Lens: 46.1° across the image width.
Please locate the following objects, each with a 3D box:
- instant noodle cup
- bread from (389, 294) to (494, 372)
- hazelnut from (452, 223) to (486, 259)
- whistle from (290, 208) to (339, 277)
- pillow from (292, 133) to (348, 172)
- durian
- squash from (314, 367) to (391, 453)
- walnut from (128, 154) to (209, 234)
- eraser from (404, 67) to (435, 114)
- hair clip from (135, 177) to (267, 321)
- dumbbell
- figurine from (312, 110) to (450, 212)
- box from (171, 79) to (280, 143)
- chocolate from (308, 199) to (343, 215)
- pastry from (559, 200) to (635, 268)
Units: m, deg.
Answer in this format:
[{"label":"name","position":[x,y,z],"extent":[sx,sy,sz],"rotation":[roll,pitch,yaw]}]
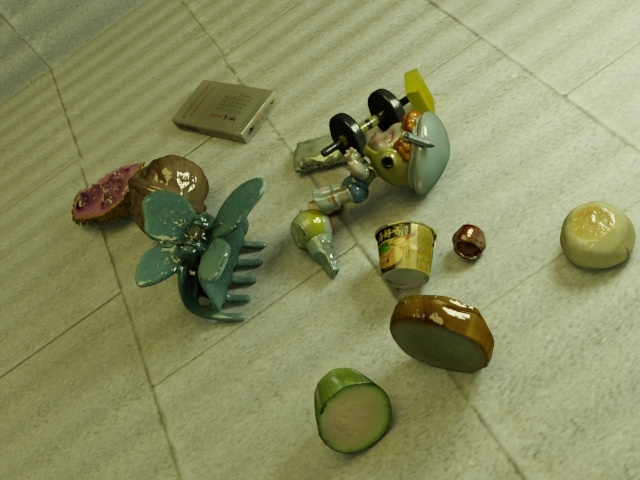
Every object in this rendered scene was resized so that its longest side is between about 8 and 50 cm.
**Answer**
[{"label":"instant noodle cup","position":[0.204,0.039,1.797],"extent":[0.151,0.151,0.122],"rotation":[-10,62,24]},{"label":"bread","position":[0.253,0.195,1.569],"extent":[0.236,0.236,0.070],"rotation":[5,57,34]},{"label":"hazelnut","position":[0.352,0.003,1.780],"extent":[0.086,0.086,0.086],"rotation":[-16,48,19]},{"label":"whistle","position":[0.000,0.000,1.976],"extent":[0.122,0.123,0.223],"rotation":[-33,59,3]},{"label":"pillow","position":[0.024,-0.265,2.211],"extent":[0.229,0.051,0.128],"rotation":[-10,53,22]},{"label":"durian","position":[-0.697,-0.121,2.492],"extent":[0.341,0.112,0.191],"rotation":[-22,55,25]},{"label":"squash","position":[0.057,0.353,1.612],"extent":[0.170,0.170,0.123],"rotation":[-38,32,-2]},{"label":"walnut","position":[-0.455,-0.130,2.250],"extent":[0.273,0.227,0.273],"rotation":[-33,20,14]},{"label":"eraser","position":[0.280,-0.408,2.125],"extent":[0.045,0.122,0.097],"rotation":[-15,47,23]},{"label":"hair clip","position":[-0.292,0.037,2.015],"extent":[0.391,0.238,0.319],"rotation":[-6,53,24]},{"label":"dumbbell","position":[0.131,-0.321,2.096],"extent":[0.325,0.143,0.143],"rotation":[-34,42,-19]},{"label":"figurine","position":[0.164,-0.184,1.967],"extent":[0.381,0.205,0.224],"rotation":[-26,14,24]},{"label":"box","position":[-0.328,-0.447,2.572],"extent":[0.365,0.051,0.205],"rotation":[17,64,39]},{"label":"chocolate","position":[0.017,-0.093,2.088],"extent":[0.100,0.031,0.065],"rotation":[-25,63,16]},{"label":"pastry","position":[0.598,-0.012,1.631],"extent":[0.156,0.092,0.157],"rotation":[-12,56,19]}]
